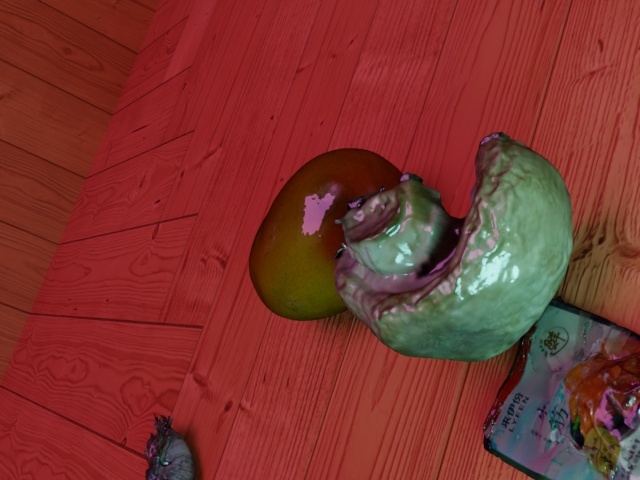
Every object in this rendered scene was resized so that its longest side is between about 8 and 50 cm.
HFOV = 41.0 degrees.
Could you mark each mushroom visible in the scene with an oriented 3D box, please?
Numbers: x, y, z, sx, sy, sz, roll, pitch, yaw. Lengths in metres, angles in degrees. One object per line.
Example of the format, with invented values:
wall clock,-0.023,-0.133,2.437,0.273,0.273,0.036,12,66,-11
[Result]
mushroom,0.131,0.040,0.840,0.267,0.189,0.164,-25,45,35

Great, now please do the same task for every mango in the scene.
mango,0.000,0.000,1.133,0.317,0.173,0.211,-33,39,56

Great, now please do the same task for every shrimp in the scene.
shrimp,-0.253,0.343,1.396,0.233,0.079,0.090,-133,34,-65

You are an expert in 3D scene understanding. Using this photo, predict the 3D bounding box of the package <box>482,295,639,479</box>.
package,0.226,0.139,0.742,0.166,0.040,0.232,-63,23,-2
